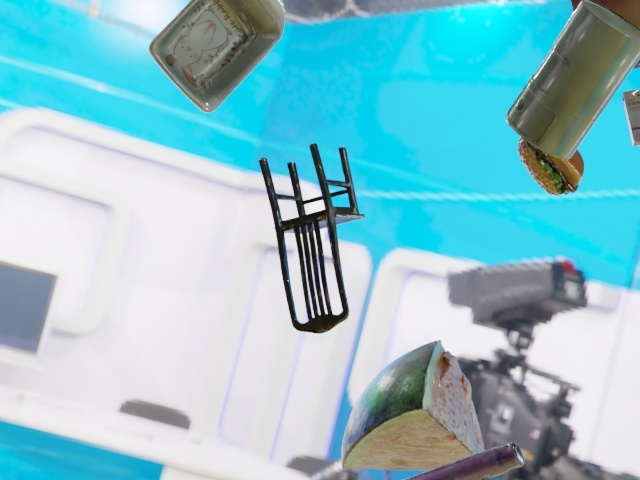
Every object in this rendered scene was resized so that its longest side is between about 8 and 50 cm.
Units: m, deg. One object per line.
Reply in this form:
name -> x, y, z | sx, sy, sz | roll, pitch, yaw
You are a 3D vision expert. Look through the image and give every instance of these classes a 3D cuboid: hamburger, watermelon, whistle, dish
hamburger -> 0.459, -0.165, 2.381 | 0.166, 0.087, 0.137 | 49, 31, -11
watermelon -> 0.184, 0.364, 2.408 | 0.250, 0.292, 0.283 | -8, 28, 31
whistle -> 0.153, 0.277, 1.375 | 0.176, 0.033, 0.033 | -23, -15, 17
dish -> -0.164, -0.335, 1.893 | 0.154, 0.234, 0.064 | 48, -12, -28

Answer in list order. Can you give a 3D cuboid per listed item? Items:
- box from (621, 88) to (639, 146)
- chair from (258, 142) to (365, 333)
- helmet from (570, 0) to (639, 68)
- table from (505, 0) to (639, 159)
box -> 0.671, -0.260, 2.481 | 0.051, 0.117, 0.036 | -12, -14, 5
chair -> 0.000, 0.000, 1.374 | 0.084, 0.212, 0.101 | -14, -5, 23
helmet -> 0.629, -0.509, 2.327 | 0.197, 0.271, 0.338 | -17, -57, 44
table -> 0.398, -0.249, 1.834 | 0.126, 0.220, 0.126 | 25, 27, -14
